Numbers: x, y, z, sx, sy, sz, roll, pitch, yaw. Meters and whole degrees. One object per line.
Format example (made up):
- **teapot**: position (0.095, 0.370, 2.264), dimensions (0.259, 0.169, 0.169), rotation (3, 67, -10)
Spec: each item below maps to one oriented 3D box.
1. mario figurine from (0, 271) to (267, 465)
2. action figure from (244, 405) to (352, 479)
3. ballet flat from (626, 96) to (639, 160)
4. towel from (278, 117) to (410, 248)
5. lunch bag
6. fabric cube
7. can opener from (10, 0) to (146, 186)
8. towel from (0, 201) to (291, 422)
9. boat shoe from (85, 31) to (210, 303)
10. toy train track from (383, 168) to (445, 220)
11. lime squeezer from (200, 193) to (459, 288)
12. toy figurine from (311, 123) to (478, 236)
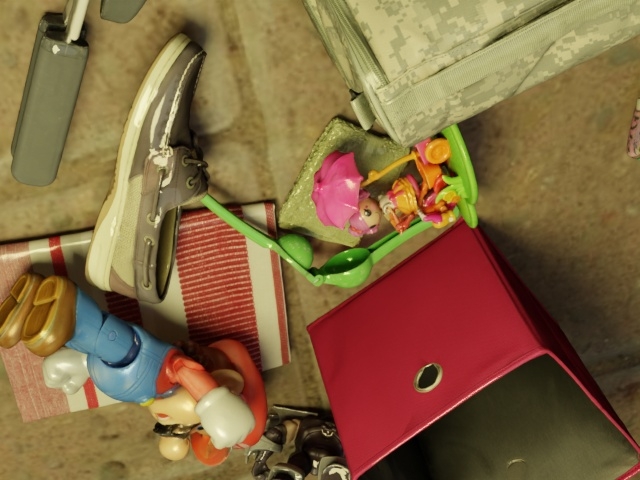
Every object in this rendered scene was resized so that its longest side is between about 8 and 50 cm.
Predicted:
- **mario figurine**: position (-0.192, 0.163, 1.112), dimensions (0.320, 0.198, 0.170), rotation (33, 107, -33)
- **action figure**: position (-0.006, 0.271, 1.249), dimensions (0.185, 0.285, 0.099), rotation (5, 96, 8)
- **ballet flat**: position (0.413, -0.185, 1.153), dimensions (0.221, 0.077, 0.079), rotation (-39, 106, 8)
- **towel**: position (0.024, -0.061, 1.160), dimensions (0.110, 0.027, 0.148), rotation (17, 119, -23)
- **lunch bag**: position (0.145, -0.226, 0.935), dimensions (0.305, 0.256, 0.212), rotation (-27, 126, 4)
- **fabric cube**: position (0.174, 0.178, 1.221), dimensions (0.254, 0.258, 0.259), rotation (-36, 125, 12)
- **can opener**: position (-0.229, -0.176, 0.987), dimensions (0.093, 0.074, 0.280), rotation (15, 119, -24)
- **towel**: position (-0.205, 0.079, 1.195), dimensions (0.329, 0.037, 0.237), rotation (-10, 124, -9)
- **boat shoe**: position (-0.155, -0.064, 1.043), dimensions (0.092, 0.103, 0.285), rotation (23, 111, 2)
- **toy train track**: position (0.106, -0.055, 1.194), dimensions (0.083, 0.014, 0.048), rotation (-39, 117, 7)
- **lime squeezer**: position (0.000, 0.000, 1.145), dimensions (0.310, 0.059, 0.110), rotation (5, 123, -14)
- **toy figurine**: position (0.070, -0.054, 1.095), dimensions (0.159, 0.130, 0.173), rotation (-22, 133, -1)
